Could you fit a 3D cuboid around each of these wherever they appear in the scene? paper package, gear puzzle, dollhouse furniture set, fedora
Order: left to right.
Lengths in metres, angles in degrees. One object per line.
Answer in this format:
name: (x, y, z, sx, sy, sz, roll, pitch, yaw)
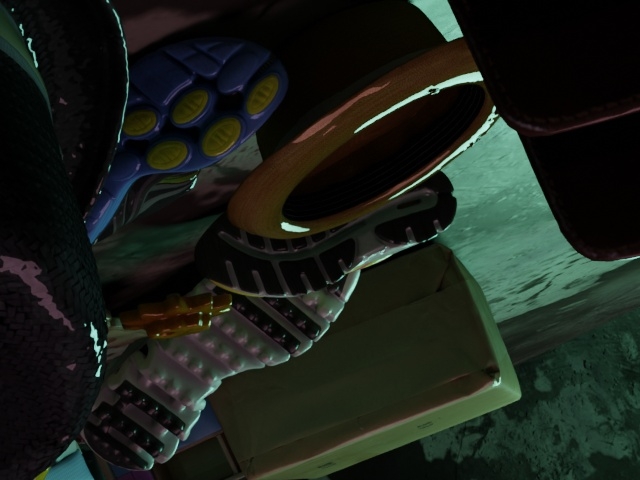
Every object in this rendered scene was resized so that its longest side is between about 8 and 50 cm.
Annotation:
fedora: (-0.189, 0.035, 0.506, 0.334, 0.152, 0.334, -27, 153, -15)
gear puzzle: (-0.219, 0.098, 0.983, 0.339, 0.044, 0.175, -17, 168, 15)
dollhouse furniture set: (-0.196, 0.315, 1.429, 0.198, 0.286, 0.303, -27, 177, 20)
fedora: (0.021, -0.077, 0.714, 0.194, 0.079, 0.194, -26, 163, -9)
paper package: (0.056, 0.151, 1.441, 0.309, 0.168, 0.325, -23, 167, 9)

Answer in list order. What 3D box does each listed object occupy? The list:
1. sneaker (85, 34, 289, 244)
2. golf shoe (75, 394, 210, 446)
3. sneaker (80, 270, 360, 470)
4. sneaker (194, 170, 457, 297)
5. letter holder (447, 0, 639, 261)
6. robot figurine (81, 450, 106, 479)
sneaker: (-0.090, -0.056, 0.687, 0.188, 0.067, 0.078, -33, -177, 34)
golf shoe: (-0.181, 0.154, 1.329, 0.186, 0.067, 0.086, -22, -173, 19)
sneaker: (-0.092, 0.073, 1.098, 0.292, 0.110, 0.118, -38, -159, 13)
sneaker: (0.000, 0.000, 0.979, 0.208, 0.081, 0.094, -12, 174, -19)
letter holder: (0.187, -0.140, 0.446, 0.302, 0.214, 0.152, -25, 166, 13)
robot figurine: (-0.360, 0.385, 1.693, 0.278, 0.173, 0.209, -18, 148, -16)
